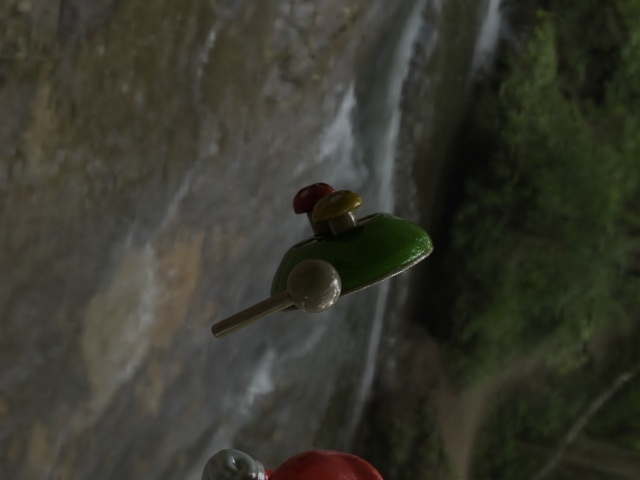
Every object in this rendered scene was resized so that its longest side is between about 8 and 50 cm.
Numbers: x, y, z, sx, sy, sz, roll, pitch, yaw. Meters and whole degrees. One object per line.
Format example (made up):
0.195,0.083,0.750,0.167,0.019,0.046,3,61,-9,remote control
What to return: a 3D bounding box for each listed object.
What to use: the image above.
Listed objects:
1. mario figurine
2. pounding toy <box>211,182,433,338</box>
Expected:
-0.024,0.314,1.252,0.320,0.198,0.170,80,18,-63,mario figurine
0.000,0.000,1.319,0.237,0.183,0.110,-27,98,-47,pounding toy
